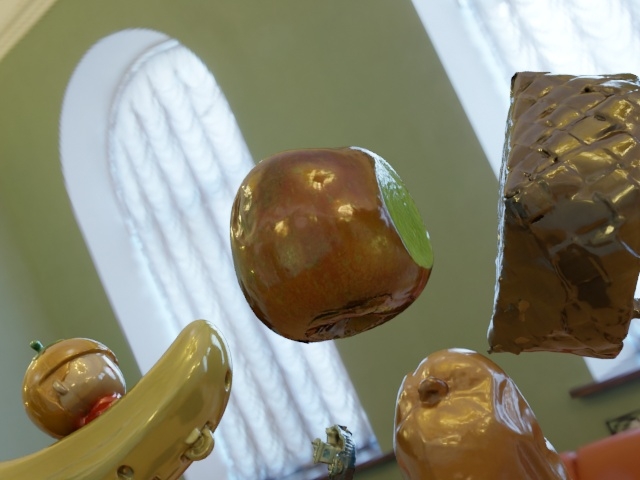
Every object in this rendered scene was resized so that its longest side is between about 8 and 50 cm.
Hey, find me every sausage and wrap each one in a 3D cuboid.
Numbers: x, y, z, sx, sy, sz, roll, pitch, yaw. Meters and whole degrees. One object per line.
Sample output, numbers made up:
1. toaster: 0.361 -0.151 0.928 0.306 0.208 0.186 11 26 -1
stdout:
1. sausage: 0.137 0.196 0.733 0.120 0.241 0.136 -29 20 9

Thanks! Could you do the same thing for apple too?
1. apple: 0.000 0.000 0.464 0.099 0.101 0.114 -25 -18 23

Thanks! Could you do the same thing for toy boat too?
1. toy boat: 0.009 0.172 0.717 0.038 0.038 0.083 -25 14 6

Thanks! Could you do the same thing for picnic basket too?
1. picnic basket: 0.348 -0.025 0.955 0.337 0.337 0.292 -21 -48 -21

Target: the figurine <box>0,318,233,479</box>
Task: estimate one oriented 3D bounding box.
1. figurine: -0.231 0.194 0.908 0.324 0.222 0.124 -44 -33 -11
